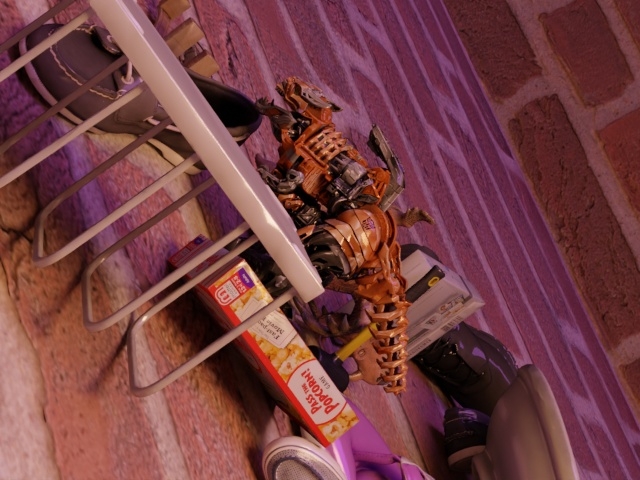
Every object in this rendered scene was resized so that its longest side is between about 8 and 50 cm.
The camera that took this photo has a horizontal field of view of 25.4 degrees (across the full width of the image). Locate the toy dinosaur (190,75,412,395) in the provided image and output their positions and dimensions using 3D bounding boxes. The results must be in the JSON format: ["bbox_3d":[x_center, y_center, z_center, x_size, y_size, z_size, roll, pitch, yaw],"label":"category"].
[{"bbox_3d":[0.000,0.000,1.444,0.164,0.218,0.322,35,32,-57],"label":"toy dinosaur"}]

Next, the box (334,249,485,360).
[{"bbox_3d":[0.106,0.087,1.733,0.038,0.145,0.186,59,15,25],"label":"box"}]

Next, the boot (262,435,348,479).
[{"bbox_3d":[0.009,0.269,1.293,0.190,0.069,0.086,56,12,-19],"label":"boot"}]

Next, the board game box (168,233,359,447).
[{"bbox_3d":[-0.055,0.091,1.332,0.193,0.045,0.147,55,-11,-19],"label":"board game box"}]

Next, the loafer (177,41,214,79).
[{"bbox_3d":[-0.145,-0.179,1.610,0.039,0.045,0.125,6,62,-55],"label":"loafer"}]

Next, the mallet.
[{"bbox_3d":[0.062,0.099,1.528,0.062,0.189,0.039,54,1,-41],"label":"mallet"}]

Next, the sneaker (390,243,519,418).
[{"bbox_3d":[0.167,0.144,1.928,0.286,0.109,0.130,51,24,-1],"label":"sneaker"}]

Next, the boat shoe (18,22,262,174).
[{"bbox_3d":[-0.169,-0.154,1.409,0.335,0.095,0.112,25,39,-63],"label":"boat shoe"}]

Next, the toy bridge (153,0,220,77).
[{"bbox_3d":[-0.161,-0.220,1.587,0.026,0.063,0.188,49,9,-36],"label":"toy bridge"}]

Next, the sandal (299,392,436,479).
[{"bbox_3d":[0.118,0.315,1.481,0.416,0.102,0.169,59,17,-6],"label":"sandal"}]

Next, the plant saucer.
[{"bbox_3d":[0.247,0.350,1.675,0.400,0.100,0.400,169,-90,-90],"label":"plant saucer"}]

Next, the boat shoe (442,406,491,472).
[{"bbox_3d":[0.230,0.271,1.907,0.233,0.084,0.079,26,39,-57],"label":"boat shoe"}]

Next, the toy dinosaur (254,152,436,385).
[{"bbox_3d":[-0.001,0.011,1.601,0.295,0.200,0.127,38,-6,16],"label":"toy dinosaur"}]

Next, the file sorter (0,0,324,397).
[{"bbox_3d":[-0.154,-0.049,1.107,0.278,0.173,0.193,55,2,-18],"label":"file sorter"}]
